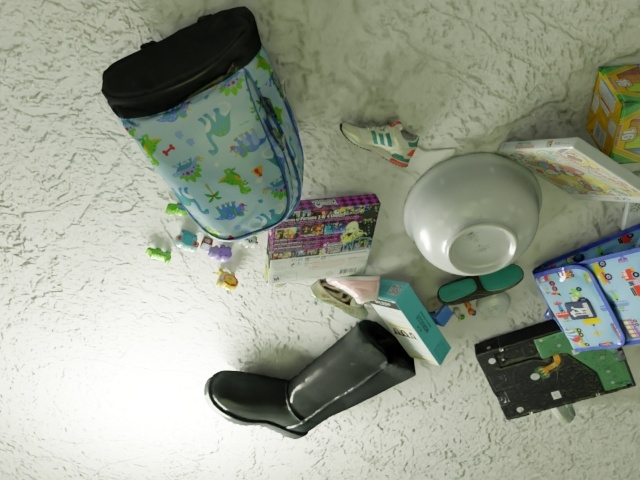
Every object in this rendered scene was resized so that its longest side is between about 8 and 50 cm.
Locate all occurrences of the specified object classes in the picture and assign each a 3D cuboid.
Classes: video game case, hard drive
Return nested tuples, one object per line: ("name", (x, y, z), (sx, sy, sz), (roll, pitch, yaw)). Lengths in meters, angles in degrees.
("video game case", (0.484, -0.129, 1.178), (0.227, 0.206, 0.026), (26, 86, -21))
("hard drive", (0.599, 0.318, 1.610), (0.339, 0.064, 0.236), (-22, 111, 20))
("video game case", (0.719, -0.085, 1.317), (0.143, 0.019, 0.157), (-7, 132, 7))
("video game case", (0.000, 0.000, 1.342), (0.232, 0.041, 0.210), (-6, 134, -16))

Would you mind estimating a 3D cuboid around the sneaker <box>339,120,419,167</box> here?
("sneaker", (0.116, -0.204, 1.198), (0.161, 0.057, 0.075), (24, 111, -18))

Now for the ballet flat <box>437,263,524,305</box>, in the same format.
("ballet flat", (0.372, 0.106, 1.465), (0.203, 0.074, 0.074), (-19, 129, 8))

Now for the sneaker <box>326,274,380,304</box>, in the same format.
("sneaker", (0.074, 0.114, 1.441), (0.134, 0.051, 0.070), (0, 94, 28))

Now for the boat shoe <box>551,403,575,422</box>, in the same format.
("boat shoe", (0.673, 0.432, 1.740), (0.081, 0.079, 0.227), (-25, 124, 26))

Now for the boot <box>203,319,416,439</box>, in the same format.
("boot", (-0.029, 0.347, 1.617), (0.367, 0.146, 0.445), (27, 131, -35))

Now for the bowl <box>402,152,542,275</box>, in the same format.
("bowl", (0.325, -0.023, 1.299), (0.298, 0.134, 0.297), (0, 132, 0))

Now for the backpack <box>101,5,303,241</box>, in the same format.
("backpack", (-0.171, -0.173, 1.114), (0.290, 0.273, 0.355), (-19, 141, 8))

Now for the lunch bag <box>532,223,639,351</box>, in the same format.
("lunch bag", (0.633, 0.119, 1.392), (0.293, 0.138, 0.221), (-27, 100, 42))

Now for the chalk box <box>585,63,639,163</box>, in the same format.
("chalk box", (0.610, -0.230, 1.113), (0.213, 0.132, 0.132), (-5, 132, 3))

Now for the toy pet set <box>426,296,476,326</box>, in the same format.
("toy pet set", (0.312, 0.191, 1.533), (0.122, 0.065, 0.114), (-25, 129, 20))

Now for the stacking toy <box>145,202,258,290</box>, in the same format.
("stacking toy", (-0.261, 0.016, 1.390), (0.221, 0.052, 0.167), (20, 129, -16))

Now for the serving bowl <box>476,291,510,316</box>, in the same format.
("serving bowl", (0.425, 0.160, 1.532), (0.083, 0.027, 0.083), (1, 132, 1))

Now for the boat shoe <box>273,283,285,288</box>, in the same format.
("boat shoe", (-0.089, 0.056, 1.432), (0.049, 0.043, 0.137), (-23, 146, -36))

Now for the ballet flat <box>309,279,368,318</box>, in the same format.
("ballet flat", (0.054, 0.140, 1.500), (0.168, 0.057, 0.052), (24, 118, -20))

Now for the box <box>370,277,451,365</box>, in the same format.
("box", (0.213, 0.196, 1.501), (0.101, 0.060, 0.244), (8, 142, 50))
